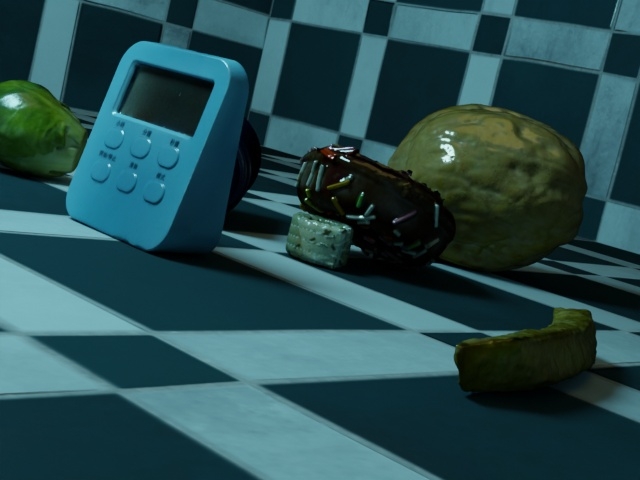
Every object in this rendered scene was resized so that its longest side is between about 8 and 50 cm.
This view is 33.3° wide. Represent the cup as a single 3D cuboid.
[{"bbox_3d":[-0.220,-0.101,1.719,0.178,0.255,0.256,50,6,-8],"label":"cup"}]

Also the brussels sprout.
[{"bbox_3d":[-0.469,-0.177,1.726,0.180,0.144,0.161,25,-19,5],"label":"brussels sprout"}]

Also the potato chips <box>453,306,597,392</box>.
[{"bbox_3d":[0.233,0.111,1.099,0.080,0.057,0.407,2,2,25],"label":"potato chips"}]

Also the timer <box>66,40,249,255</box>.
[{"bbox_3d":[-0.208,-0.124,1.353,0.231,0.250,0.091,19,8,43],"label":"timer"}]

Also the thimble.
[{"bbox_3d":[0.000,0.000,1.516,0.084,0.062,0.110,8,8,-28],"label":"thimble"}]

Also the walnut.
[{"bbox_3d":[0.283,-0.090,1.869,0.343,0.306,0.306,16,7,0],"label":"walnut"}]

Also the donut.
[{"bbox_3d":[0.077,-0.046,1.608,0.269,0.103,0.270,26,-12,6],"label":"donut"}]
